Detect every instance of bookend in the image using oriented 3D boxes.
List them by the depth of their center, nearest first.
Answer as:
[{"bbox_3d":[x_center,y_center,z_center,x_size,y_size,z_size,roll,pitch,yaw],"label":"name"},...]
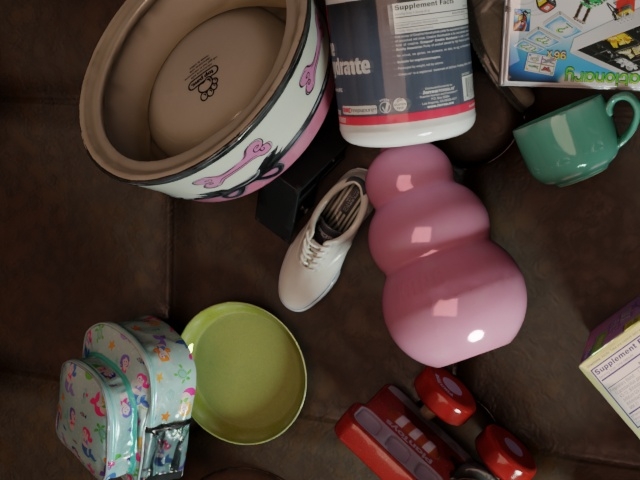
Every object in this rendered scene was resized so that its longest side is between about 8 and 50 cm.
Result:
[{"bbox_3d":[-0.021,-0.101,1.439,0.072,0.156,0.157,37,151,13],"label":"bookend"}]

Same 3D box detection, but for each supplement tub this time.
[{"bbox_3d":[0.107,-0.274,1.266,0.191,0.191,0.272,-2,104,20],"label":"supplement tub"}]

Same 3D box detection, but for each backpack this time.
[{"bbox_3d":[-0.313,0.253,1.519,0.225,0.191,0.253,29,110,42],"label":"backpack"}]

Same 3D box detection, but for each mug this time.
[{"bbox_3d":[0.349,-0.134,1.268,0.158,0.129,0.097,-15,100,62],"label":"mug"}]

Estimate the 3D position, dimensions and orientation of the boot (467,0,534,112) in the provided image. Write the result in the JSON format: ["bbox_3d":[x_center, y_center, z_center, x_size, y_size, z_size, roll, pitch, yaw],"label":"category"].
[{"bbox_3d":[0.284,-0.319,1.308,0.161,0.083,0.246,-28,87,18],"label":"boot"}]

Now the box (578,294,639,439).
[{"bbox_3d":[0.471,0.203,1.228,0.117,0.213,0.243,-41,82,19],"label":"box"}]

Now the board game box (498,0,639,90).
[{"bbox_3d":[0.397,-0.297,1.241,0.305,0.053,0.193,3,98,4],"label":"board game box"}]

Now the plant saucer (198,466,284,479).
[{"bbox_3d":[-0.127,0.543,1.579,0.310,0.050,0.310,3,98,21],"label":"plant saucer"}]

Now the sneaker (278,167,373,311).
[{"bbox_3d":[0.000,0.000,1.442,0.094,0.091,0.258,32,106,14],"label":"sneaker"}]

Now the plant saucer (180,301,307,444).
[{"bbox_3d":[-0.129,0.217,1.546,0.241,0.037,0.241,3,98,19],"label":"plant saucer"}]

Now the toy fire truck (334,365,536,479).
[{"bbox_3d":[0.167,0.333,1.334,0.302,0.254,0.169,44,109,10],"label":"toy fire truck"}]

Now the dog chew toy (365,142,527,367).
[{"bbox_3d":[0.162,0.008,1.334,0.206,0.206,0.332,-23,81,21],"label":"dog chew toy"}]

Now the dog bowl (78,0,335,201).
[{"bbox_3d":[-0.153,-0.236,1.360,0.408,0.150,0.408,-15,59,27],"label":"dog bowl"}]
